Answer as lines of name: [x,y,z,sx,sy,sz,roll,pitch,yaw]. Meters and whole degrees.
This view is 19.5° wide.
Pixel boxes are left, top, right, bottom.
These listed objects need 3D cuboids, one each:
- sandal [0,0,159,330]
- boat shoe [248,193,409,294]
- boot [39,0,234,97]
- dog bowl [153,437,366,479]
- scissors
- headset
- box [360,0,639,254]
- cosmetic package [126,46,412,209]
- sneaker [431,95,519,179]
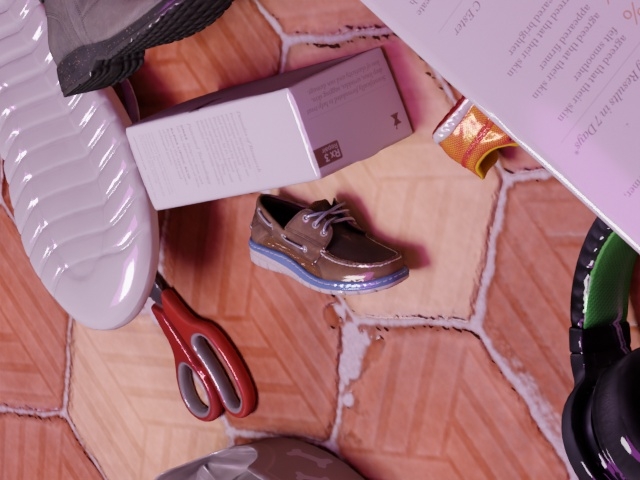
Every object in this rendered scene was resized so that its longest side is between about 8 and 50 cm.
sandal: [-0.232,-0.115,1.776,0.169,0.102,0.416,-35,70,35]
boat shoe: [0.000,0.000,1.600,0.183,0.066,0.066,13,118,43]
boot: [-0.175,-0.228,1.534,0.246,0.083,0.161,-24,86,49]
dog bowl: [-0.025,0.347,1.786,0.349,0.102,0.349,24,125,38]
scissors: [-0.155,0.049,1.836,0.109,0.021,0.297,-33,84,53]
headset: [0.303,0.142,1.323,0.243,0.185,0.394,-3,92,56]
box: [0.200,-0.155,1.167,0.345,0.168,0.215,45,110,22]
cosmetic package: [-0.047,-0.092,1.565,0.231,0.117,0.085,-11,103,48]
sneaker: [0.150,-0.113,1.396,0.067,0.064,0.175,37,142,1]
